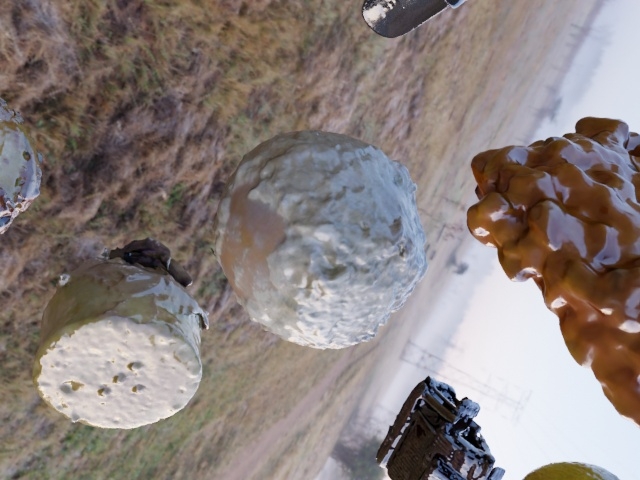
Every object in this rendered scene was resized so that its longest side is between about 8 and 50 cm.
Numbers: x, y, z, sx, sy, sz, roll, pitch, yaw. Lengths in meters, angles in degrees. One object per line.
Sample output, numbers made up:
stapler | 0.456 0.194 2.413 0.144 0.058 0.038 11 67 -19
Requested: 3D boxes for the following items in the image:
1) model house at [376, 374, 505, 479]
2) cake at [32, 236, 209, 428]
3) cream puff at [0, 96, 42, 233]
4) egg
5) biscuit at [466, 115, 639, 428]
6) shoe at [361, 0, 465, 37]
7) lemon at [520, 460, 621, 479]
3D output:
model house | 0.310 0.501 1.355 0.297 0.282 0.317 11 115 -36
cake | -0.402 0.169 1.300 0.321 0.332 0.332 -104 -155 -52
cream puff | -0.714 -0.141 1.183 0.228 0.350 0.350 -29 -161 45
egg | 0.000 0.000 0.793 0.279 0.279 0.310 -62 148 -19
biscuit | 0.300 0.007 0.578 0.312 0.318 0.111 -14 147 -39
shoe | 0.099 -0.227 0.554 0.179 0.071 0.049 -26 -145 50
lemon | 0.412 0.461 1.033 0.192 0.231 0.192 -14 90 -86
